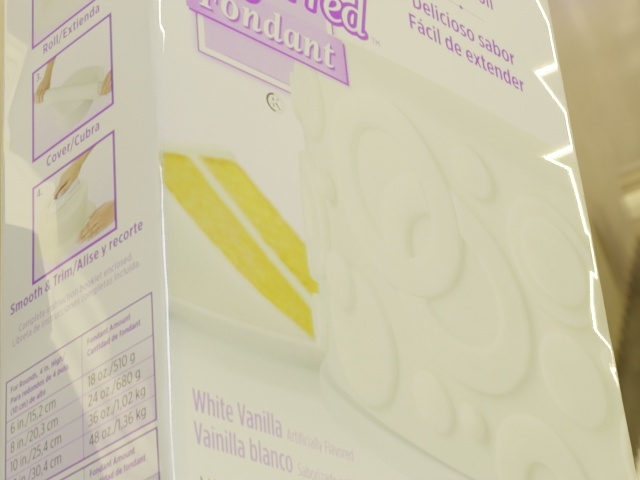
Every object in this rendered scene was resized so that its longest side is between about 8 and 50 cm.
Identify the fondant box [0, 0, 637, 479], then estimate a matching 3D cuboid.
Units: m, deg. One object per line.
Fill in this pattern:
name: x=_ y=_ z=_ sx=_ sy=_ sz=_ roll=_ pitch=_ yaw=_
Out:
fondant box: x=0.000 y=0.000 z=0.725 sx=0.238 sy=0.096 sz=0.330 roll=23 pitch=47 yaw=-38
